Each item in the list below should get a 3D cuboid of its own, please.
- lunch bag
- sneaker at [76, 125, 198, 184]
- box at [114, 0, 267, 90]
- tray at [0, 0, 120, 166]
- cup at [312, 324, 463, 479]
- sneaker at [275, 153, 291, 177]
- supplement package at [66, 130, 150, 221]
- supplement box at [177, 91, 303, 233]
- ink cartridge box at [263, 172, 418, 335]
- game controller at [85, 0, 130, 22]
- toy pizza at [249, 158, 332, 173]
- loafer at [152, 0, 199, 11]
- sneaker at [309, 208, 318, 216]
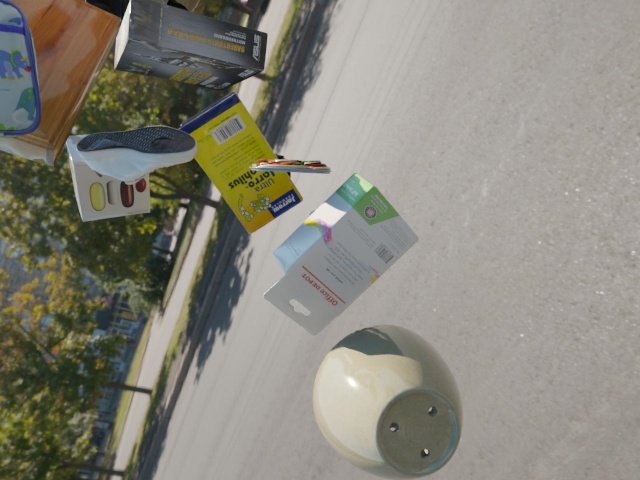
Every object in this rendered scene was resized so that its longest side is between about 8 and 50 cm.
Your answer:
[{"bbox_3d":[-0.465,-0.212,0.559,0.090,0.219,0.175,15,107,54],"label":"lunch bag"},{"bbox_3d":[-0.422,-0.199,1.129,0.123,0.291,0.105,80,-164,-50],"label":"sneaker"},{"bbox_3d":[-0.206,-0.286,0.714,0.231,0.183,0.056,18,103,60],"label":"box"},{"bbox_3d":[-0.592,-0.367,0.984,0.076,0.203,0.410,-42,35,53],"label":"tray"},{"bbox_3d":[0.166,0.360,0.986,0.237,0.332,0.330,172,115,-80],"label":"cup"},{"bbox_3d":[-0.203,-0.291,1.583,0.147,0.295,0.104,-13,30,38],"label":"sneaker"},{"bbox_3d":[-0.613,-0.189,1.364,0.149,0.194,0.203,54,144,37],"label":"supplement package"},{"bbox_3d":[-0.235,-0.232,1.389,0.195,0.356,0.194,-33,22,0],"label":"supplement box"},{"bbox_3d":[0.035,0.037,1.131,0.353,0.207,0.119,-44,32,3],"label":"ink cartridge box"},{"bbox_3d":[-0.600,-0.794,1.349,0.067,0.167,0.319,-81,10,-46],"label":"game controller"},{"bbox_3d":[-0.072,-0.182,1.143,0.201,0.202,0.032,-153,64,-71],"label":"toy pizza"},{"bbox_3d":[-0.361,-0.568,1.096,0.056,0.148,0.050,92,-174,-75],"label":"loafer"},{"bbox_3d":[0.000,0.000,1.787,0.366,0.210,0.137,-33,39,32],"label":"sneaker"}]
